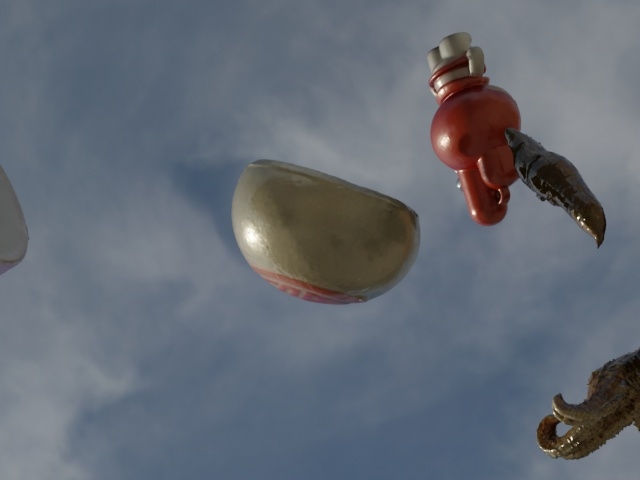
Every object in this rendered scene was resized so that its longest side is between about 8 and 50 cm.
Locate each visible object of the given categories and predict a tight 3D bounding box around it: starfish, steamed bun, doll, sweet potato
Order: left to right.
[{"bbox_3d":[0.000,0.000,1.586,0.283,0.283,0.177,18,-92,-31],"label":"steamed bun"},{"bbox_3d":[0.235,-0.167,1.677,0.130,0.161,0.290,-10,-103,-31],"label":"doll"},{"bbox_3d":[0.306,-0.077,1.444,0.067,0.274,0.067,-9,-56,-13],"label":"sweet potato"},{"bbox_3d":[0.380,0.149,1.292,0.312,0.113,0.303,-13,-46,-24],"label":"starfish"}]

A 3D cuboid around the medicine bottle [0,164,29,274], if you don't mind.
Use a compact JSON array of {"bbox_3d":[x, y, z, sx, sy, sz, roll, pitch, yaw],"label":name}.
[{"bbox_3d":[-0.494,0.008,1.130,0.325,0.256,0.256,-30,-56,7],"label":"medicine bottle"}]
